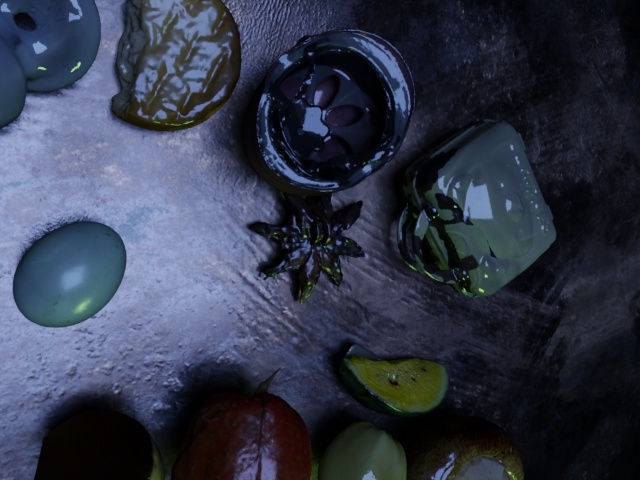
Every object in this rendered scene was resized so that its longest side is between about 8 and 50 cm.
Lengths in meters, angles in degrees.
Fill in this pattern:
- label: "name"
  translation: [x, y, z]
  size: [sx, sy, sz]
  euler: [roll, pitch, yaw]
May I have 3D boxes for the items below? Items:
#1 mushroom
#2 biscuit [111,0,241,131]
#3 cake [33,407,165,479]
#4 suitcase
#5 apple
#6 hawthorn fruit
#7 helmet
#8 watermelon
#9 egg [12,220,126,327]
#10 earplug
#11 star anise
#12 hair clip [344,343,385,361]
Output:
- label: "mushroom"
  translation: [0.308, 0.551, 1.336]
  size: [0.345, 0.239, 0.344]
  euler: [-14, 107, -57]
- label: "biscuit"
  translation: [-0.247, -0.319, 1.038]
  size: [0.213, 0.091, 0.274]
  euler: [15, 87, -24]
- label: "cake"
  translation: [-0.371, 0.405, 1.026]
  size: [0.208, 0.178, 0.185]
  euler: [30, 57, 7]
- label: "suitcase"
  translation: [0.327, -0.048, 1.291]
  size: [0.339, 0.194, 0.351]
  euler: [-34, 109, -16]
- label: "apple"
  translation: [0.086, 0.479, 1.232]
  size: [0.200, 0.200, 0.199]
  euler: [-3, 97, -26]
- label: "hawthorn fruit"
  translation: [-0.143, 0.401, 1.082]
  size: [0.258, 0.258, 0.261]
  euler: [-12, 99, -25]
- label: "helmet"
  translation: [-0.001, -0.222, 1.110]
  size: [0.271, 0.197, 0.338]
  euler: [49, 66, -13]
- label: "watermelon"
  translation: [0.170, 0.318, 1.297]
  size: [0.301, 0.123, 0.129]
  euler: [9, 79, -34]
- label: "egg"
  translation: [-0.404, 0.054, 0.967]
  size: [0.192, 0.149, 0.149]
  euler: [-47, 113, -20]
- label: "earplug"
  translation: [-0.482, -0.286, 0.879]
  size: [0.325, 0.175, 0.214]
  euler: [-48, 115, -14]
- label: "star anise"
  translation: [0.000, 0.000, 1.187]
  size: [0.272, 0.103, 0.271]
  euler: [-5, 100, -27]
- label: "hair clip"
  translation: [0.100, 0.268, 1.305]
  size: [0.137, 0.022, 0.054]
  euler: [35, 82, -34]
